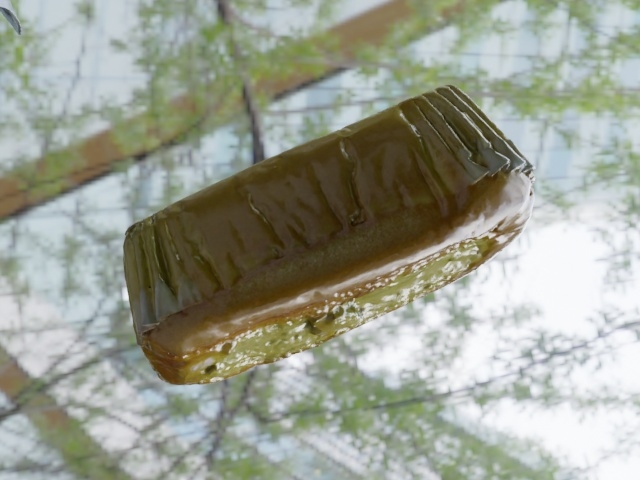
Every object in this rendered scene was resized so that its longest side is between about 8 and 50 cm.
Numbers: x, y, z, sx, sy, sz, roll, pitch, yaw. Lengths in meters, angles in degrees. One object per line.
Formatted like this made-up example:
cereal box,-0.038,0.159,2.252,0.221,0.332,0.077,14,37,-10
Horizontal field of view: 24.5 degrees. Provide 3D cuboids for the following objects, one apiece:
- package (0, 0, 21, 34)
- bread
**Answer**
package,-0.240,-0.206,0.893,0.171,0.027,0.173,46,-11,-1
bread,0.000,0.000,1.024,0.152,0.288,0.119,84,-20,-67
